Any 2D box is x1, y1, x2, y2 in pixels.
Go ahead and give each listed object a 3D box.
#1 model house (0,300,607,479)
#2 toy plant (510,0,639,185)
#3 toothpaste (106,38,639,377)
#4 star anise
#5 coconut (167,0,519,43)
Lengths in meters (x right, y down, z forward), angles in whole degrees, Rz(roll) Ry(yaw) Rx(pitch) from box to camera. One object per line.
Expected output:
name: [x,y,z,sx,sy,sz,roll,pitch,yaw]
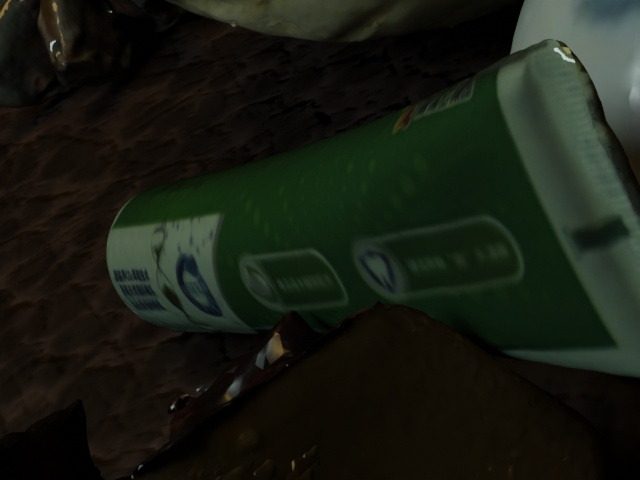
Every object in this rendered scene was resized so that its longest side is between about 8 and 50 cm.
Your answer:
model house: [-0.031,0.104,0.514,0.203,0.141,0.164,-26,-4,-38]
toy plant: [0.110,-0.143,0.521,0.247,0.332,0.247,-23,30,14]
toothpaste: [0.000,0.000,0.608,0.061,0.099,0.392,-33,12,-23]
star anise: [-0.124,-0.161,1.053,0.231,0.089,0.209,-17,42,37]
coconut: [0.031,-0.291,0.768,0.415,0.344,0.415,-36,-17,-13]
